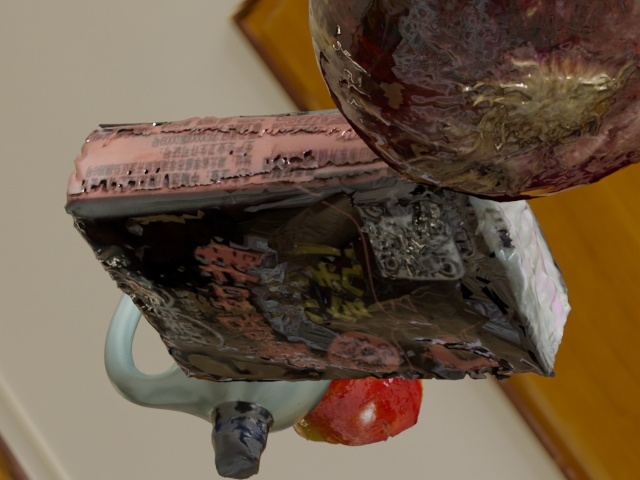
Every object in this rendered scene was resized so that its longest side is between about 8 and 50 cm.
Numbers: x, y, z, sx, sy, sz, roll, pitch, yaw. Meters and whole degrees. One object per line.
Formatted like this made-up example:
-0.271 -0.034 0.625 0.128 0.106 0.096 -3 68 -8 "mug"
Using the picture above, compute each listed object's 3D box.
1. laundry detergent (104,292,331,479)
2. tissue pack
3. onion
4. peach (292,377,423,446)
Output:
-0.085 0.088 1.558 0.215 0.280 0.105 8 -39 -3 "laundry detergent"
0.000 0.000 1.277 0.332 0.245 0.123 -3 48 28 "tissue pack"
0.109 -0.137 0.943 0.246 0.190 0.246 -9 -44 -9 "onion"
0.026 0.134 1.663 0.151 0.151 0.118 -33 -21 -14 "peach"
